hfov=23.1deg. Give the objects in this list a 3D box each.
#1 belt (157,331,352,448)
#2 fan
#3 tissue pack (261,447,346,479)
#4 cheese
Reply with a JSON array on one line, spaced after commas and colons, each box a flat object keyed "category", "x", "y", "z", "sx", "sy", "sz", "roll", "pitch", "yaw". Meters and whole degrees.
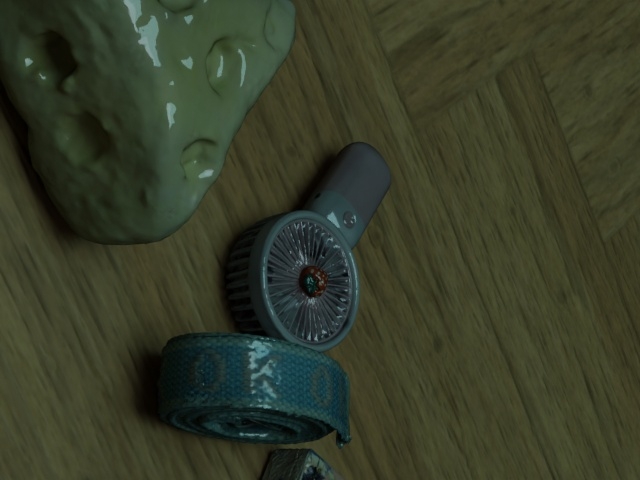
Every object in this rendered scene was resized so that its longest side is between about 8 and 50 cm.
[{"category": "belt", "x": -0.058, "y": 0.123, "z": 1.319, "sx": 0.163, "sy": 0.147, "sz": 0.082, "roll": 53, "pitch": 39, "yaw": -66}, {"category": "fan", "x": 0.000, "y": 0.000, "z": 1.451, "sx": 0.130, "sy": 0.074, "sz": 0.244, "roll": 52, "pitch": 49, "yaw": -26}, {"category": "tissue pack", "x": -0.008, "y": 0.240, "z": 1.407, "sx": 0.094, "sy": 0.058, "sz": 0.074, "roll": 44, "pitch": 51, "yaw": -33}, {"category": "cheese", "x": -0.163, "y": -0.141, "z": 1.237, "sx": 0.248, "sy": 0.173, "sz": 0.251, "roll": 39, "pitch": 61, "yaw": -37}]
